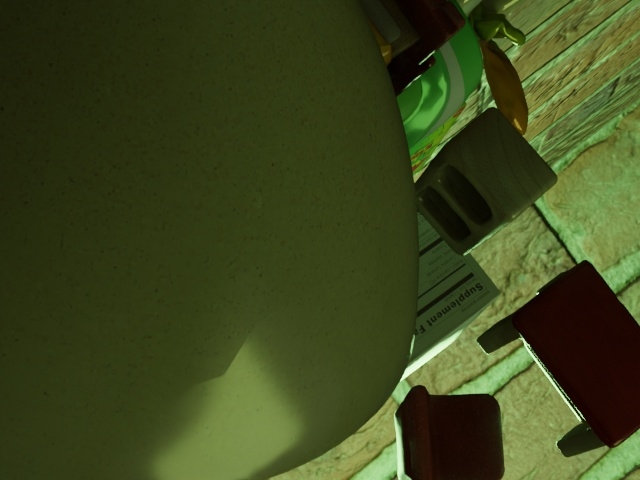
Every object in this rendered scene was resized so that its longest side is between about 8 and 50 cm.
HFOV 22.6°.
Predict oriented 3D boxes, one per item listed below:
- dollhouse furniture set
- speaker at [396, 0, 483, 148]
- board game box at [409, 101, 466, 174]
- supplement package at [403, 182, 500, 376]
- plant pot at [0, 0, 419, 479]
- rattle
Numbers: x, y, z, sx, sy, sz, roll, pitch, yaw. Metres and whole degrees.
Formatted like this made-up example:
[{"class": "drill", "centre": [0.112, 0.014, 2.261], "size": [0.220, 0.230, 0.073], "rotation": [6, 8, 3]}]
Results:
[{"class": "dollhouse furniture set", "centre": [0.039, -0.005, 0.961], "size": [0.201, 0.374, 0.152], "rotation": [-37, 176, -15]}, {"class": "speaker", "centre": [-0.034, -0.073, 1.108], "size": [0.296, 0.131, 0.131], "rotation": [-35, 171, -14]}, {"class": "board game box", "centre": [0.085, -0.102, 1.707], "size": [0.092, 0.043, 0.181], "rotation": [-34, 171, -21]}, {"class": "supplement package", "centre": [0.000, 0.000, 1.235], "size": [0.134, 0.244, 0.139], "rotation": [-35, 170, -19]}, {"class": "plant pot", "centre": [-0.088, -0.058, 0.652], "size": [0.284, 0.284, 0.191], "rotation": [-29, 138, -44]}, {"class": "rattle", "centre": [0.205, -0.209, 1.347], "size": [0.199, 0.143, 0.130], "rotation": [-30, 152, -9]}]
